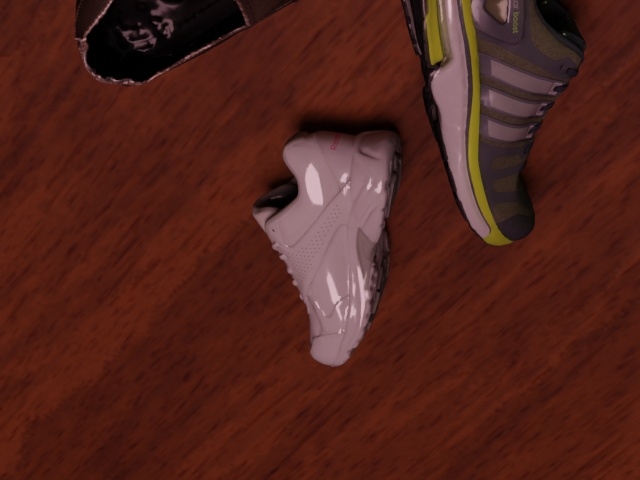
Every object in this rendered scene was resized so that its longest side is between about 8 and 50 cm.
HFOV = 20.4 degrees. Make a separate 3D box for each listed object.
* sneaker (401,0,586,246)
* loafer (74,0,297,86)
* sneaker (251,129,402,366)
[{"bbox_3d":[0.139,-0.111,1.310,0.121,0.111,0.300,-15,137,2],"label":"sneaker"},{"bbox_3d":[-0.037,-0.209,1.234,0.134,0.130,0.366,38,127,-23],"label":"loafer"},{"bbox_3d":[0.000,0.000,1.458,0.115,0.090,0.232,13,124,8],"label":"sneaker"}]
